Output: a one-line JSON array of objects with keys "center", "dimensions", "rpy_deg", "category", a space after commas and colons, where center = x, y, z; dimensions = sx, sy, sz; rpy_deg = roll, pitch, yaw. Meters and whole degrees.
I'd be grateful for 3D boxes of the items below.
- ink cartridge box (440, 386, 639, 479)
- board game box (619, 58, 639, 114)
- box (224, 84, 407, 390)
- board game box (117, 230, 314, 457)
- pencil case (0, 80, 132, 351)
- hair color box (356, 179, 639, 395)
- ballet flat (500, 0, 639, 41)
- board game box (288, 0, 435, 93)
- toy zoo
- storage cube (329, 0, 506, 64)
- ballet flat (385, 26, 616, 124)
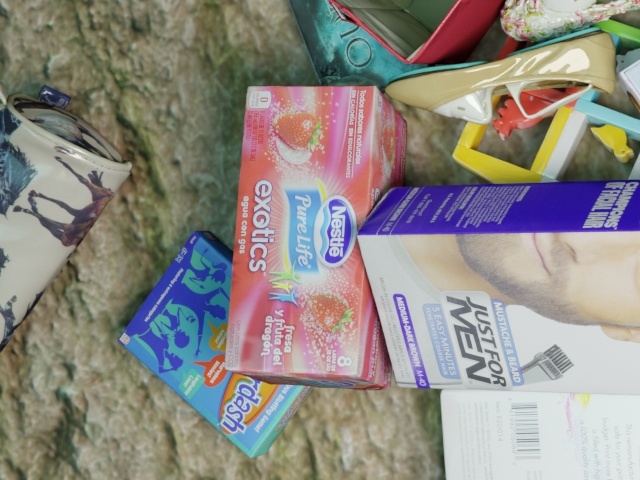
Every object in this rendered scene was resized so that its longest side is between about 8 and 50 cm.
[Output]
[{"center": [0.309, 0.233, 1.679], "dimensions": [0.353, 0.119, 0.207], "rpy_deg": [-4, 90, 22], "category": "ink cartridge box"}, {"center": [0.502, -0.113, 1.593], "dimensions": [0.318, 0.066, 0.318], "rpy_deg": [-33, 78, 4], "category": "board game box"}, {"center": [0.000, 0.000, 1.755], "dimensions": [0.142, 0.154, 0.300], "rpy_deg": [1, 79, 16], "category": "box"}, {"center": [-0.101, 0.114, 1.879], "dimensions": [0.210, 0.047, 0.160], "rpy_deg": [39, 102, 16], "category": "board game box"}, {"center": [-0.398, 0.018, 1.934], "dimensions": [0.183, 0.160, 0.410], "rpy_deg": [37, 103, 0], "category": "pencil case"}, {"center": [0.221, 0.046, 1.627], "dimensions": [0.339, 0.110, 0.185], "rpy_deg": [-2, 119, 27], "category": "hair color box"}, {"center": [0.290, -0.266, 1.673], "dimensions": [0.241, 0.077, 0.091], "rpy_deg": [-18, 67, 9], "category": "ballet flat"}, {"center": [0.036, -0.247, 1.836], "dimensions": [0.126, 0.026, 0.186], "rpy_deg": [-23, 82, 19], "category": "board game box"}, {"center": [0.261, -0.138, 1.701], "dimensions": [0.192, 0.030, 0.293], "rpy_deg": [23, 81, 20], "category": "toy zoo"}, {"center": [0.105, -0.303, 1.686], "dimensions": [0.183, 0.193, 0.215], "rpy_deg": [40, 107, 13], "category": "storage cube"}, {"center": [0.180, -0.152, 1.672], "dimensions": [0.232, 0.080, 0.073], "rpy_deg": [-12, 86, 13], "category": "ballet flat"}]
